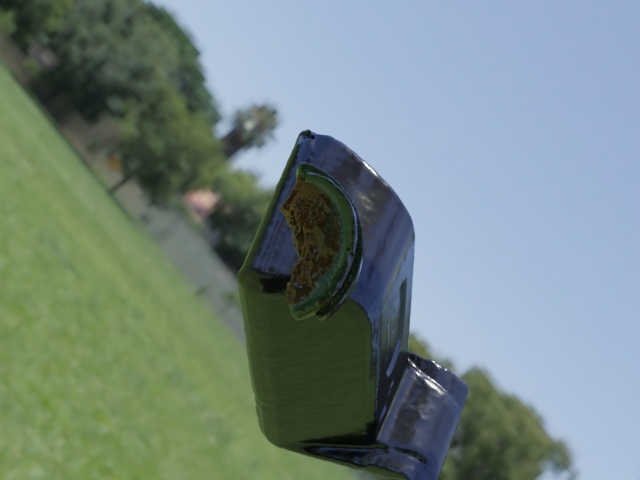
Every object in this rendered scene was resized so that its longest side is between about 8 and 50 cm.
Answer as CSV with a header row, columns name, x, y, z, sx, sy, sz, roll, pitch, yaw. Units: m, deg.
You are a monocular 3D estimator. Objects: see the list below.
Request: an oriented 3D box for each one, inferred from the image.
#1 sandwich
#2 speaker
name,x,y,z,sx,sy,sz,roll,pitch,yaw
sandwich,0.001,-0.002,1.541,0.029,0.067,0.135,65,19,-74
speaker,0.042,0.084,1.819,0.184,0.180,0.388,15,-30,12
